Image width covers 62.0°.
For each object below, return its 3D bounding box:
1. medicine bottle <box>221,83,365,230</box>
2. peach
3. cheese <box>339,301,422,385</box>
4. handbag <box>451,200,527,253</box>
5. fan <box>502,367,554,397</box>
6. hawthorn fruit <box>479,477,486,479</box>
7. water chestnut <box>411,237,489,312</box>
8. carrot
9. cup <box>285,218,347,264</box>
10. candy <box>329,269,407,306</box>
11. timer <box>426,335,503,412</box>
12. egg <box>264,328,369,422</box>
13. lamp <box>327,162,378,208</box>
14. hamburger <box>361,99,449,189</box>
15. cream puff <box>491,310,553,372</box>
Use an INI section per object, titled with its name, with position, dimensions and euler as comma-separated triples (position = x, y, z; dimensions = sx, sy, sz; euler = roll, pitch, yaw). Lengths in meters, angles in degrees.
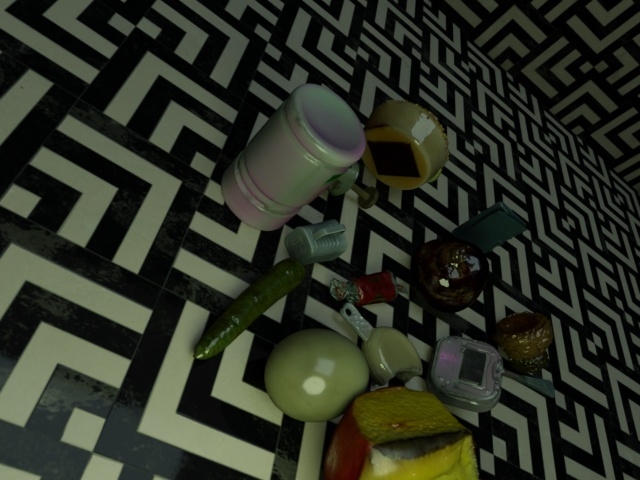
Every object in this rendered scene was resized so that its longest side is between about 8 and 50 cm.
[medicine bottle]
position = -0.069, -0.187, 1.259
dimensions = 0.211, 0.325, 0.212
euler = 24, 47, -28
[peach]
position = 0.148, 0.457, 1.039
dimensions = 0.306, 0.242, 0.381
euler = -26, 118, -21
[cheese]
position = 0.154, 0.254, 1.342
dimensions = 0.163, 0.070, 0.249
euler = -16, 73, -46
[handbag]
position = 0.564, -0.028, 1.794
dimensions = 0.144, 0.221, 0.057
euler = 32, 43, -19
[fan]
position = 0.661, 0.451, 1.695
dimensions = 0.281, 0.023, 0.057
euler = 22, 58, -30
[hawthorn fruit]
position = 0.353, 0.602, 1.237
dimensions = 0.125, 0.125, 0.140
euler = 6, 60, -39
[water chestnut]
position = 0.377, 0.104, 1.570
dimensions = 0.223, 0.238, 0.224
euler = 0, 77, -1
[carrot]
position = -0.151, 0.142, 1.151
dimensions = 0.074, 0.074, 0.358
euler = 51, 44, -1
[cup]
position = 0.000, 0.000, 1.339
dimensions = 0.129, 0.128, 0.095
euler = -12, 72, -43
[candy]
position = 0.136, 0.129, 1.422
dimensions = 0.292, 0.059, 0.086
euler = -3, 66, -42
[timer]
position = 0.386, 0.348, 1.419
dimensions = 0.190, 0.069, 0.209
euler = 11, 41, 14
[egg]
position = -0.003, 0.276, 1.096
dimensions = 0.241, 0.186, 0.186
euler = 13, 54, -39
[lamp]
position = 0.078, -0.173, 1.539
dimensions = 0.214, 0.121, 0.121
euler = 31, 45, -34
[hamburger]
position = 0.260, -0.302, 1.671
dimensions = 0.302, 0.302, 0.170
euler = 45, 59, -8
[cream puff]
position = 0.647, 0.334, 1.679
dimensions = 0.183, 0.183, 0.169
euler = -35, 108, -49
